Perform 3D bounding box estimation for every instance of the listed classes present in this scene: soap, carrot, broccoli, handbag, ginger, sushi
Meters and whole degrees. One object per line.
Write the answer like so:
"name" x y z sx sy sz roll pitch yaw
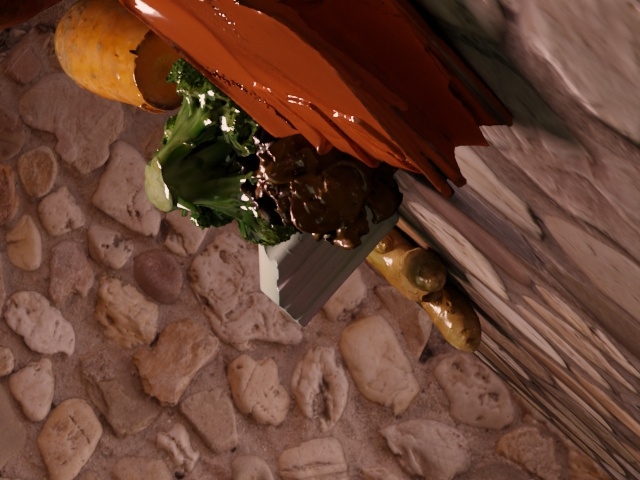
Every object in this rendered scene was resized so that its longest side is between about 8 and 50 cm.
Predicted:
"soap" 0.000 0.000 2.217 0.095 0.289 0.173 38 174 46
"carrot" -0.409 -0.400 2.492 0.341 0.224 0.224 20 161 44
"broccoli" -0.146 -0.154 2.032 0.310 0.321 0.413 10 -166 -38
"handbag" -0.022 -0.197 1.179 0.303 0.116 0.410 41 173 -29
"ginger" 0.187 0.061 2.491 0.348 0.122 0.363 44 -176 36
"sushi" 0.000 -0.097 1.754 0.213 0.200 0.204 39 172 -26

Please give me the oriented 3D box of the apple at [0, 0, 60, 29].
"apple" -0.411 -0.422 1.352 0.305 0.338 0.338 47 178 19
